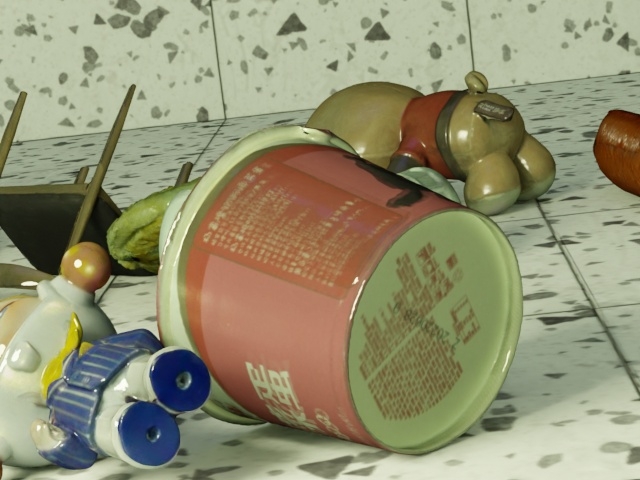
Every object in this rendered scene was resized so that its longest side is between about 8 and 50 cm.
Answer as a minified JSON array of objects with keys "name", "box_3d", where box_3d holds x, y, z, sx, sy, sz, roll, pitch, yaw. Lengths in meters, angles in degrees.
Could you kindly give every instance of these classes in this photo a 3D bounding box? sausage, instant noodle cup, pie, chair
[{"name":"sausage","box_3d":[0.399,-0.094,2.181,0.102,0.102,0.330,-8,11,-8]},{"name":"instant noodle cup","box_3d":[0.022,0.045,1.337,0.235,0.235,0.178,-15,23,-39]},{"name":"pie","box_3d":[-0.093,-0.024,1.968,0.277,0.078,0.277,-21,-9,-3]},{"name":"chair","box_3d":[-0.282,-0.017,2.072,0.188,0.166,0.272,0,54,29]}]

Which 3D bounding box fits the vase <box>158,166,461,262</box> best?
[{"name":"vase","box_3d":[0.000,0.000,1.827,0.299,0.143,0.143,-10,10,-39]}]

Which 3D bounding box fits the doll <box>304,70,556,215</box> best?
[{"name":"doll","box_3d":[0.123,-0.122,2.306,0.330,0.174,0.235,2,19,34]}]

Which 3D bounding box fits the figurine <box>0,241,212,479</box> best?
[{"name":"figurine","box_3d":[-0.172,0.096,1.331,0.274,0.194,0.133,-19,-42,40]}]
